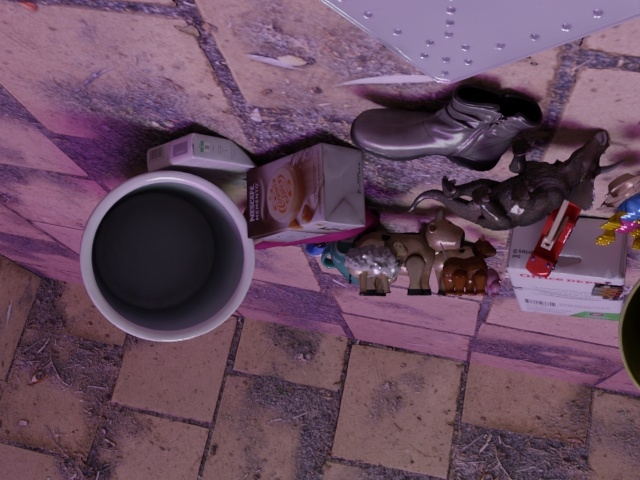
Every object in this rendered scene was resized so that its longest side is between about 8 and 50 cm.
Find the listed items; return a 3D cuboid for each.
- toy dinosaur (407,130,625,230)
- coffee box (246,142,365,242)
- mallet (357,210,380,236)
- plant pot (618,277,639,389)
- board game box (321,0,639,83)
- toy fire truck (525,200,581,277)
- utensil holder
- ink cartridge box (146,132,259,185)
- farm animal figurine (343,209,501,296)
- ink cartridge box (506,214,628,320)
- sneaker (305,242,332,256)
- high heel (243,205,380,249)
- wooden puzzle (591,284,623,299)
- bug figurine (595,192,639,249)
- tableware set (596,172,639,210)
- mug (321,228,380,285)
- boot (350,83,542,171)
[{"bbox_3d":[0.281,-0.060,1.059,0.313,0.121,0.160,-26,143,30],"label":"toy dinosaur"},{"bbox_3d":[-0.033,-0.080,1.326,0.098,0.141,0.246,5,169,-37],"label":"coffee box"},{"bbox_3d":[0.047,-0.053,1.584,0.190,0.062,0.039,20,168,35],"label":"mallet"},{"bbox_3d":[0.642,0.132,1.182,0.275,0.275,0.293,6,-173,23],"label":"plant pot"},{"bbox_3d":[0.134,-0.306,0.667,0.390,0.050,0.390,24,160,-33],"label":"board game box"},{"bbox_3d":[0.403,-0.020,1.221,0.047,0.192,0.135,27,-164,20],"label":"toy fire truck"},{"bbox_3d":[-0.337,0.025,1.530,0.327,0.327,0.385,18,177,-16],"label":"utensil holder"},{"bbox_3d":[-0.206,-0.159,1.434,0.225,0.056,0.181,3,173,-41],"label":"ink cartridge box"},{"bbox_3d":[0.216,0.029,1.472,0.327,0.172,0.330,-1,175,5],"label":"farm animal figurine"},{"bbox_3d":[0.498,0.058,1.429,0.211,0.121,0.289,5,161,22],"label":"ink cartridge box"},{"bbox_3d":[0.000,-0.001,1.724,0.084,0.058,0.152,21,158,-41],"label":"sneaker"},{"bbox_3d":[-0.044,-0.026,1.585,0.181,0.127,0.377,18,166,-31],"label":"high heel"},{"bbox_3d":[0.524,0.094,1.308,0.049,0.006,0.083,4,161,14],"label":"wooden puzzle"},{"bbox_3d":[0.588,-0.027,1.176,0.279,0.072,0.216,9,169,-1],"label":"bug figurine"},{"bbox_3d":[0.468,-0.091,1.020,0.169,0.020,0.141,-34,158,18],"label":"tableware set"},{"bbox_3d":[0.077,0.031,1.619,0.158,0.129,0.097,-36,137,7],"label":"mug"},{"bbox_3d":[0.176,-0.178,1.024,0.246,0.083,0.161,7,159,-6],"label":"boot"}]
